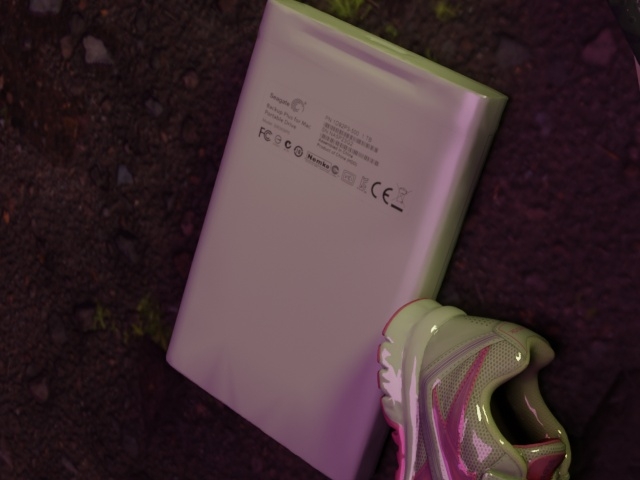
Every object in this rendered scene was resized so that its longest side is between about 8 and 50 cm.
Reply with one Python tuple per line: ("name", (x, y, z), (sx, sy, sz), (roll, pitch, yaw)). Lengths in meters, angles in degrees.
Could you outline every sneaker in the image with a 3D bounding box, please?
("sneaker", (0.107, 0.165, 0.861), (0.111, 0.103, 0.252), (-2, 95, 40))

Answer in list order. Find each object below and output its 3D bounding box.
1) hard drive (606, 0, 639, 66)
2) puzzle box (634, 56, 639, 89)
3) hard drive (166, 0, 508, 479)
("hard drive", (0.272, -0.158, 0.656), (0.255, 0.054, 0.172), (-33, 76, 36))
("puzzle box", (0.344, -0.210, 0.661), (0.409, 0.052, 0.272), (-9, 90, 38))
("hard drive", (0.000, 0.000, 0.962), (0.203, 0.040, 0.307), (30, 113, 31))
